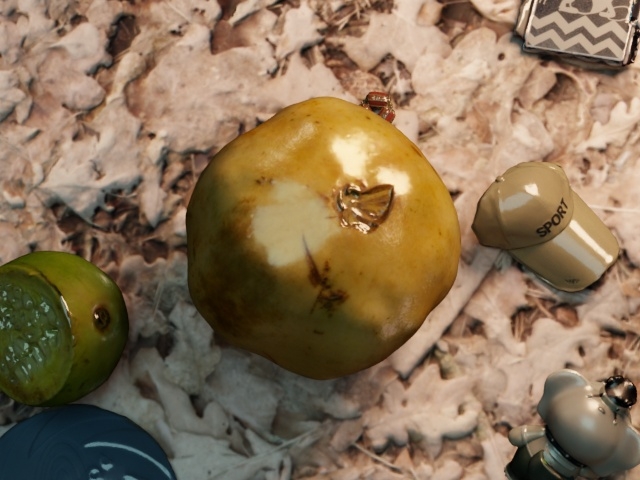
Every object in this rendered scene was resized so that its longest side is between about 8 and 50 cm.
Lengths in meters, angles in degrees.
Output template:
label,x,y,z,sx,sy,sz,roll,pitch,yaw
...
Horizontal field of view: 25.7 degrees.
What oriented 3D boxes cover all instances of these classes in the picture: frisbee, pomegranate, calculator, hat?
label,x,y,z,sx,sy,sz,roll,pitch,yaw
frisbee,-0.317,0.349,1.767,0.289,0.049,0.289,-2,77,8
pomegranate,-0.337,0.128,1.777,0.190,0.159,0.241,38,113,23
calculator,0.362,-0.365,1.843,0.166,0.028,0.274,13,77,15
hat,0.291,-0.022,1.742,0.175,0.085,0.147,40,85,16
pomegranate,0.000,0.000,1.676,0.333,0.332,0.332,-2,77,8

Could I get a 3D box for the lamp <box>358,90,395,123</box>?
label,x,y,z,sx,sy,sz,roll,pitch,yaw
lamp,0.072,-0.156,1.837,0.063,0.031,0.083,11,75,10

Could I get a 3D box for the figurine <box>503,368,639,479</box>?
label,x,y,z,sx,sy,sz,roll,pitch,yaw
figurine,0.303,0.229,1.657,0.147,0.126,0.192,45,119,4
